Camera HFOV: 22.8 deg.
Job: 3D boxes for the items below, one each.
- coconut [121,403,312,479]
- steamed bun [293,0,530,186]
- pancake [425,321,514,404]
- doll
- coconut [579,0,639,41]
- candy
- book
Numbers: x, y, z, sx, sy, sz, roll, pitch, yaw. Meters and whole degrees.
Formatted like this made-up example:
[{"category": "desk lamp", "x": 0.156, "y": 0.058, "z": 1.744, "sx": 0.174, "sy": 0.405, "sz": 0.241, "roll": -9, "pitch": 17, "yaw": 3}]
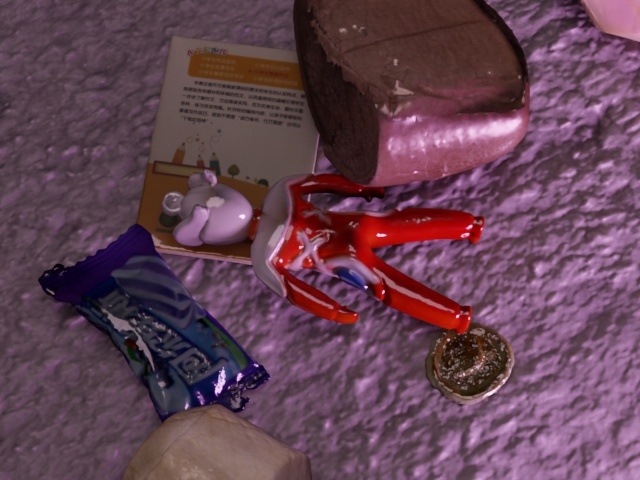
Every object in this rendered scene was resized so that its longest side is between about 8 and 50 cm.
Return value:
[{"category": "coconut", "x": -0.101, "y": 0.295, "z": 1.713, "sx": 0.222, "sy": 0.202, "sz": 0.202, "roll": 31, "pitch": 71, "yaw": 12}, {"category": "steamed bun", "x": 0.101, "y": -0.179, "z": 1.905, "sx": 0.252, "sy": 0.199, "sz": 0.301, "roll": -8, "pitch": 47, "yaw": -21}, {"category": "pancake", "x": 0.176, "y": 0.144, "z": 1.870, "sx": 0.108, "sy": 0.017, "sz": 0.108, "roll": -1, "pitch": 65, "yaw": 2}, {"category": "doll", "x": 0.000, "y": 0.000, "z": 1.875, "sx": 0.384, "sy": 0.099, "sz": 0.188, "roll": 16, "pitch": 61, "yaw": -4}, {"category": "coconut", "x": 0.420, "y": -0.377, "z": 1.971, "sx": 0.259, "sy": 0.259, "sz": 0.259, "roll": 0, "pitch": 68, "yaw": 0}, {"category": "candy", "x": -0.193, "y": 0.106, "z": 1.857, "sx": 0.145, "sy": 0.070, "sz": 0.275, "roll": -37, "pitch": 78, "yaw": -20}, {"category": "book", "x": -0.108, "y": -0.113, "z": 1.970, "sx": 0.208, "sy": 0.020, "sz": 0.295, "roll": 8, "pitch": 68, "yaw": 2}]
